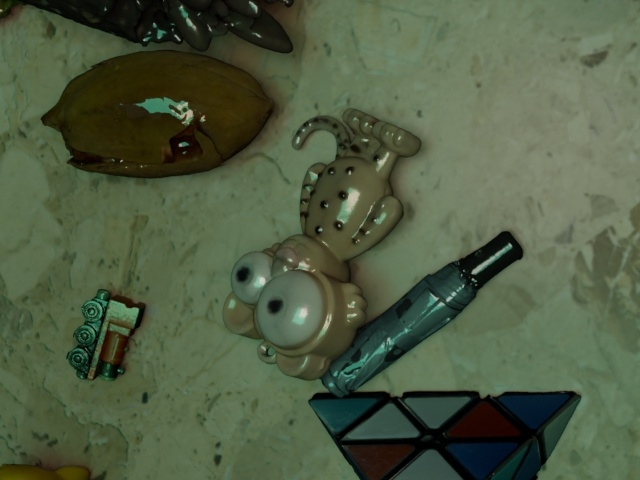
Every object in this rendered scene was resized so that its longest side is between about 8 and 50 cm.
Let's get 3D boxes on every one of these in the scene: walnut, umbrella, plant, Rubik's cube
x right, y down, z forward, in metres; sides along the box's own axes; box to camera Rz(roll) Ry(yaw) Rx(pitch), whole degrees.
[{"bbox_3d":[-0.169,-0.132,1.213,0.245,0.137,0.137,2,93,10],"label":"walnut"},{"bbox_3d":[0.100,0.075,1.195,0.250,0.053,0.052,-38,83,13],"label":"umbrella"},{"bbox_3d":[-0.159,-0.285,1.167,0.321,0.194,0.181,15,78,19],"label":"plant"},{"bbox_3d":[0.179,0.244,1.179,0.234,0.284,0.250,-32,112,-8],"label":"Rubik's cube"}]

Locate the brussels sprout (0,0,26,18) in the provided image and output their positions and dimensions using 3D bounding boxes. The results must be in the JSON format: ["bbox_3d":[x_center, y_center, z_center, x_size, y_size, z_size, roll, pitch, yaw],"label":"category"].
[{"bbox_3d":[-0.396,-0.305,1.269,0.181,0.100,0.139,7,85,14],"label":"brussels sprout"}]

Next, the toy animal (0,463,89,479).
[{"bbox_3d":[-0.322,0.360,1.261,0.156,0.156,0.229,8,96,12],"label":"toy animal"}]

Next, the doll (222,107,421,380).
[{"bbox_3d":[0.002,0.000,1.186,0.154,0.119,0.278,17,85,38],"label":"doll"}]

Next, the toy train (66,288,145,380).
[{"bbox_3d":[-0.236,0.107,1.282,0.064,0.044,0.103,18,97,1],"label":"toy train"}]
